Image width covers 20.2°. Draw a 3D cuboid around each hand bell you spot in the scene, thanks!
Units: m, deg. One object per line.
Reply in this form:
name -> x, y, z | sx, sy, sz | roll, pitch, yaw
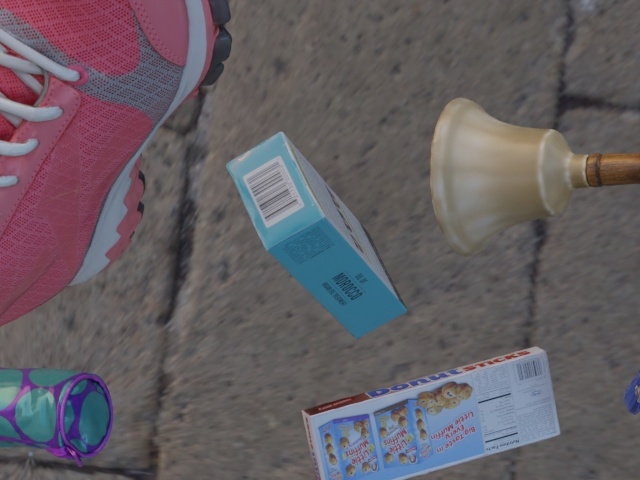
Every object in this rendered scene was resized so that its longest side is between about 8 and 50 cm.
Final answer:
hand bell -> 0.218, -0.052, 1.361 | 0.242, 0.126, 0.126 | -1, 82, 29

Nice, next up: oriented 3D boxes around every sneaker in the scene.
sneaker -> -0.133, -0.044, 0.780 | 0.116, 0.314, 0.136 | 37, 55, 11

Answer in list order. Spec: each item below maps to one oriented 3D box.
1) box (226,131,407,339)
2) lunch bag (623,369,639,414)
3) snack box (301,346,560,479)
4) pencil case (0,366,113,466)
box -> 0.000, 0.000, 1.640 | 0.060, 0.244, 0.100 | -30, 61, 7
lunch bag -> 0.335, 0.032, 1.181 | 0.303, 0.243, 0.115 | -33, 73, -29
snack box -> 0.079, 0.128, 1.256 | 0.178, 0.022, 0.064 | -14, 102, -14
pencil case -> -0.227, 0.124, 1.287 | 0.151, 0.064, 0.070 | -1, 51, 25
